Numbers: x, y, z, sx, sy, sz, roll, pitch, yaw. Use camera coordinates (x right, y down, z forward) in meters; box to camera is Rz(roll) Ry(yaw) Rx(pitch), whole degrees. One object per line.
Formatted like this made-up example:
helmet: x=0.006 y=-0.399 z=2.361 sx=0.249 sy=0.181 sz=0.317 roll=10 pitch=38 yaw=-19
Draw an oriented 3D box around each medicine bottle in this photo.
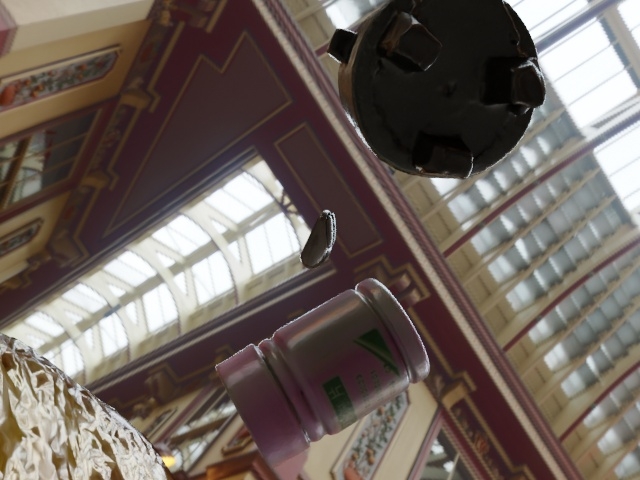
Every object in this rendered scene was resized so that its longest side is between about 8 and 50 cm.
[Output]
medicine bottle: x=0.006 y=0.230 z=1.253 sx=0.212 sy=0.325 sz=0.212 roll=57 pitch=-12 yaw=19

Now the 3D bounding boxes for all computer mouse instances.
computer mouse: x=0.002 y=0.001 z=1.106 sx=0.039 sy=0.066 sz=0.096 roll=26 pitch=-76 yaw=5

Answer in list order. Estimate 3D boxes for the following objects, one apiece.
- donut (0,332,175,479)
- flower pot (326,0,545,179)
donut: x=-0.137 y=0.239 z=0.293 sx=0.163 sy=0.435 sz=0.378 roll=-25 pitch=-121 yaw=3
flower pot: x=0.165 y=-0.245 z=1.027 sx=0.298 sy=0.283 sz=0.299 roll=-3 pitch=-71 yaw=-9
